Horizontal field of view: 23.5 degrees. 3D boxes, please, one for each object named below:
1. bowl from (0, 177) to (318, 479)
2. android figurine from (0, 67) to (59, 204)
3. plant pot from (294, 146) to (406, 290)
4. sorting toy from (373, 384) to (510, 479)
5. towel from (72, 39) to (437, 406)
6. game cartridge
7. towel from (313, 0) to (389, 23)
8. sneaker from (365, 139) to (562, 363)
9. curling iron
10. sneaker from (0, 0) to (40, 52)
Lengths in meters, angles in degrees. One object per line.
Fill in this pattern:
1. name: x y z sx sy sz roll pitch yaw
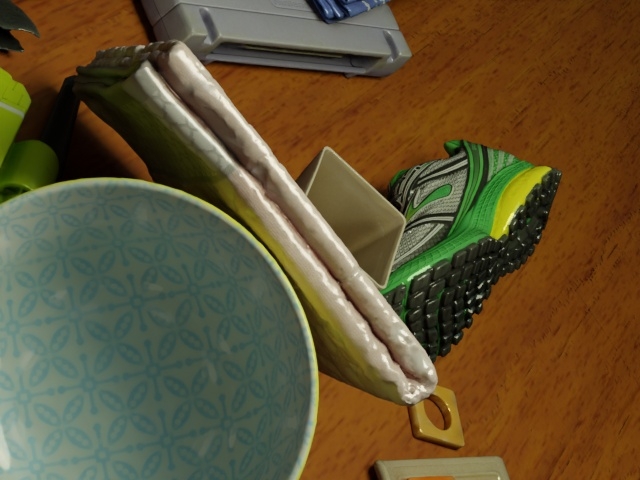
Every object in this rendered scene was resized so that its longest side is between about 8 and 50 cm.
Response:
1. bowl: -0.148 0.111 1.083 0.289 0.289 0.156 60 -7 8
2. android figurine: -0.308 -0.092 1.123 0.248 0.056 0.273 24 23 -13
3. plant pot: 0.000 0.000 1.425 0.109 0.096 0.109 42 38 -17
4. sorting toy: 0.145 0.276 1.404 0.196 0.047 0.348 8 55 -46
5. towel: -0.066 -0.016 1.199 0.317 0.053 0.332 52 -10 -14
6. game cartridge: -0.068 -0.285 1.621 0.355 0.068 0.230 -2 59 -50
7. towel: 0.028 -0.368 1.733 0.243 0.040 0.336 54 33 3
8. sneaker: 0.109 0.009 1.550 0.146 0.134 0.343 24 37 21
9. curling iron: -0.216 -0.036 1.252 0.068 0.035 0.274 3 46 -4
10. sneaker: -0.316 -0.195 1.263 0.170 0.051 0.089 -9 64 -56
